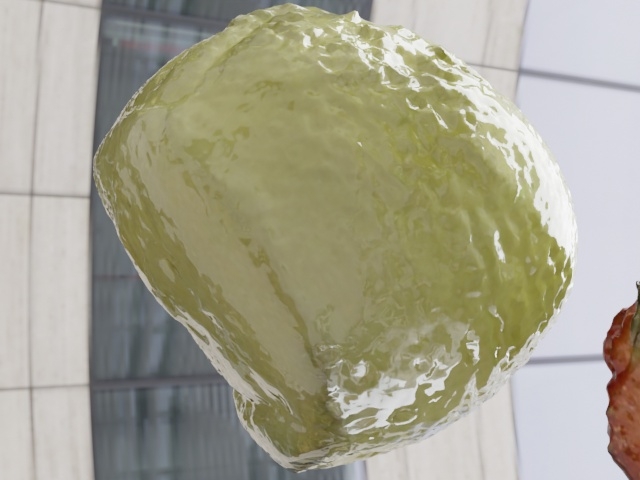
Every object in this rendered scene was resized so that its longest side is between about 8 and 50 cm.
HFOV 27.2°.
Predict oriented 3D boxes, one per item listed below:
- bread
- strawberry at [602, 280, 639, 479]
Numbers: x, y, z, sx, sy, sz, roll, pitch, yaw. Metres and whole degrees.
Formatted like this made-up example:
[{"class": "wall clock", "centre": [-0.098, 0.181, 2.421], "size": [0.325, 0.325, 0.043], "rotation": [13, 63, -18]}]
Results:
[{"class": "bread", "centre": [0.008, -0.007, 0.865], "size": [0.320, 0.237, 0.320], "rotation": [40, -27, 25]}, {"class": "strawberry", "centre": [0.277, 0.118, 0.846], "size": [0.175, 0.106, 0.236], "rotation": [-5, -76, 46]}]
